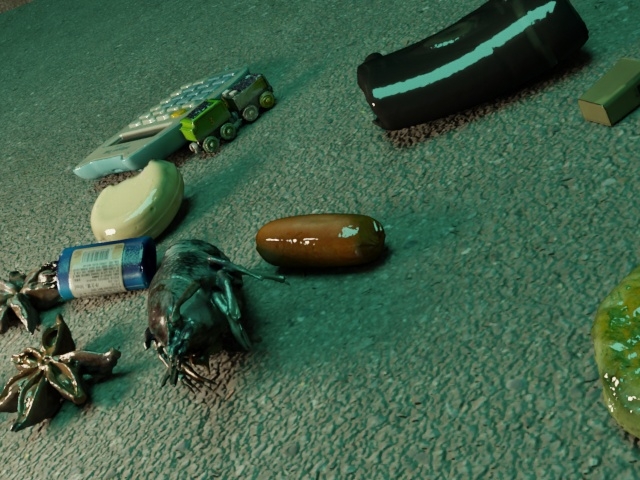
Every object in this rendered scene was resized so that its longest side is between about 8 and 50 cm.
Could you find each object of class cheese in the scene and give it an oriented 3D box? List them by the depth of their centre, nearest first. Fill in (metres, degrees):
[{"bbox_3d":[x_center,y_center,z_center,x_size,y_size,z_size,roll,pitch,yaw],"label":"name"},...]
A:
[{"bbox_3d":[-0.314,-0.021,1.624,0.163,0.071,0.248,-13,45,24],"label":"cheese"}]

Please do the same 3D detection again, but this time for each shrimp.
[{"bbox_3d":[-0.137,0.081,1.239,0.172,0.137,0.372,-43,27,10],"label":"shrimp"}]

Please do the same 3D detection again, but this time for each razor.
[{"bbox_3d":[0.226,-0.282,1.519,0.349,0.113,0.204,-25,29,12],"label":"razor"}]

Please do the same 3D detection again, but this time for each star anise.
[{"bbox_3d":[-0.375,0.192,1.368,0.208,0.063,0.172,17,57,48],"label":"star anise"},{"bbox_3d":[-0.485,0.089,1.613,0.182,0.065,0.195,4,35,36],"label":"star anise"}]

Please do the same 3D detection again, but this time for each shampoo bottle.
[{"bbox_3d":[-0.346,0.044,1.536,0.183,0.050,0.087,-8,64,15],"label":"shampoo bottle"}]

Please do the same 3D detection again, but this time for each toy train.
[{"bbox_3d":[-0.170,-0.240,1.830,0.202,0.081,0.060,-42,31,-23],"label":"toy train"}]

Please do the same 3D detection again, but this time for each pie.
[{"bbox_3d":[0.371,0.082,0.884,0.277,0.078,0.277,-21,25,11],"label":"pie"}]

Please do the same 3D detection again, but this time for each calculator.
[{"bbox_3d":[-0.295,-0.238,1.944,0.256,0.054,0.386,-4,35,47],"label":"calculator"}]

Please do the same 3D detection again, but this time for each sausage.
[{"bbox_3d":[0.000,0.000,1.322,0.198,0.076,0.076,-1,40,38],"label":"sausage"}]

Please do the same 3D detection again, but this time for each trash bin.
[{"bbox_3d":[0.396,-0.196,1.317,0.092,0.043,0.061,-40,31,-11],"label":"trash bin"}]
